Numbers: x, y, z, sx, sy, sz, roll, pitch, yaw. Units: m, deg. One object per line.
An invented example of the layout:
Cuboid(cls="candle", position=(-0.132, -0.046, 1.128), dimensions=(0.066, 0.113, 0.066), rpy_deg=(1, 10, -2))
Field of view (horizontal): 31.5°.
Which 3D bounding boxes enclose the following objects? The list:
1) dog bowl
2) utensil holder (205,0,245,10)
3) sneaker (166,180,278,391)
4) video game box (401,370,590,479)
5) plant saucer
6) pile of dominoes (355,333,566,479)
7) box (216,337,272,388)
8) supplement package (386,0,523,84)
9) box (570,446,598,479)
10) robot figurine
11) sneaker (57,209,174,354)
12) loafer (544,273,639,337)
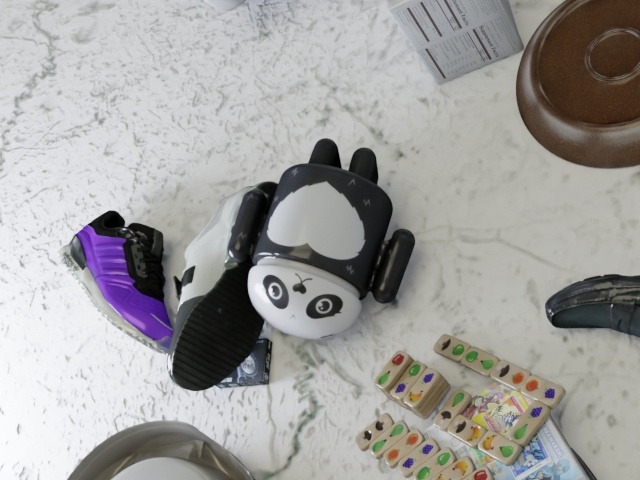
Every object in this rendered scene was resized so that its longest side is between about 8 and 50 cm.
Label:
Cuboid(cls="dog bowl", position=(-0.214, 0.425, 1.543), dimensions=(0.348, 0.102, 0.349), rpy_deg=(-12, 61, 22))
Cuboid(cls="utensil holder", position=(-0.071, -0.605, 1.824), dimensions=(0.385, 0.327, 0.328), rpy_deg=(-26, 57, 18))
Cuboid(cls="sneaker", position=(-0.153, 0.071, 1.682), dimensions=(0.146, 0.122, 0.331), rpy_deg=(-5, 54, 50))
Cuboid(cls="video game box", position=(0.211, 0.277, 1.384), dimensions=(0.187, 0.048, 0.205), rpy_deg=(-38, 34, 10))
Cuboid(cls="plant saucer", position=(0.415, -0.248, 1.575), dimensions=(0.310, 0.050, 0.311), rpy_deg=(-12, 62, 24))
Cuboid(cls="pile of dominoes", position=(0.159, 0.214, 1.430), dimensions=(0.196, 0.040, 0.251), rpy_deg=(-51, 33, -12))
Cuboid(cls="box", position=(-0.113, 0.180, 1.661), dimensions=(0.083, 0.018, 0.067), rpy_deg=(-7, 63, 25))
Cuboid(cls="supplement package", position=(0.179, -0.409, 1.682), dimensions=(0.145, 0.204, 0.262), rpy_deg=(-21, 58, 17))
Cuboid(cls="box", position=(0.293, 0.375, 1.307), dimensions=(0.159, 0.044, 0.233), rpy_deg=(-39, 43, 6))
Cuboid(cls="robot figurine", position=(0.002, 0.000, 1.592), dimensions=(0.209, 0.173, 0.278), rpy_deg=(-1, 64, 47))
Cuboid(cls="sneaker", position=(-0.291, 0.048, 1.769), dimensions=(0.146, 0.102, 0.293), rpy_deg=(-47, 54, -1))
Cuboid(cls="loafer", position=(0.390, 0.084, 1.405), dimensions=(0.223, 0.076, 0.078), rpy_deg=(-9, 55, 20))
